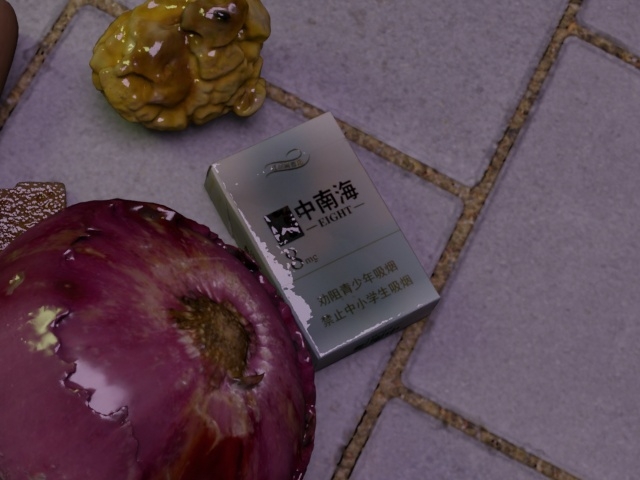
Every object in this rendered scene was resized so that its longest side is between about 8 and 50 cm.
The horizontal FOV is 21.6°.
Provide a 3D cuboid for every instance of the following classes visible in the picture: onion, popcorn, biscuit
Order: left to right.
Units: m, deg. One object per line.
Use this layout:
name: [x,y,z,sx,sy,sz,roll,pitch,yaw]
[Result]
biscuit: [-0.314,-0.014,1.753,0.119,0.019,0.130,45,69,9]
onion: [-0.178,0.141,1.587,0.358,0.345,0.358,9,70,-25]
popcorn: [-0.141,-0.199,1.796,0.194,0.163,0.140,-33,54,12]

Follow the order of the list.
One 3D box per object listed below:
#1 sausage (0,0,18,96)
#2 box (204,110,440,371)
sausage: [-0.397,-0.150,1.739,0.123,0.123,0.253,16,67,-3]
box: [0.000,0.000,1.777,0.155,0.067,0.243,-24,75,-19]
